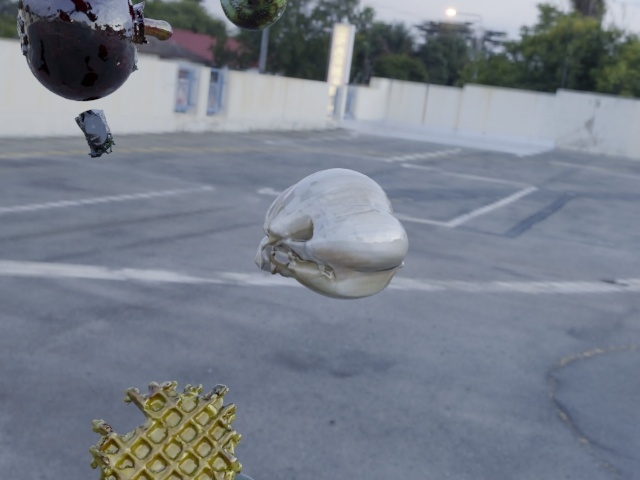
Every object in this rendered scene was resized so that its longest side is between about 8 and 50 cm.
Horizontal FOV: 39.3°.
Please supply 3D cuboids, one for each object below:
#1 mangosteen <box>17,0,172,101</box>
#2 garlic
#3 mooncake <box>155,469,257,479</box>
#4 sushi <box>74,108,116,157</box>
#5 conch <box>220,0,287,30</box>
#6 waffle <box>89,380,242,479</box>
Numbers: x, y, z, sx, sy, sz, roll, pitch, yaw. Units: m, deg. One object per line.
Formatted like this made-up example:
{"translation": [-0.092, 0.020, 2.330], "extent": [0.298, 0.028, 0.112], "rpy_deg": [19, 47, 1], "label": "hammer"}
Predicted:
{"translation": [-0.377, -0.359, 1.526], "extent": [0.261, 0.235, 0.235], "rpy_deg": [-9, 15, -23], "label": "mangosteen"}
{"translation": [0.002, -0.015, 1.299], "extent": [0.203, 0.184, 0.281], "rpy_deg": [-5, 14, -25], "label": "garlic"}
{"translation": [-0.208, 0.568, 1.545], "extent": [0.356, 0.356, 0.194], "rpy_deg": [6, -32, -6], "label": "mooncake"}
{"translation": [-0.412, -0.198, 1.655], "extent": [0.056, 0.084, 0.083], "rpy_deg": [-21, 6, -16], "label": "sushi"}
{"translation": [-0.150, -0.546, 1.928], "extent": [0.124, 0.187, 0.181], "rpy_deg": [-36, 25, -25], "label": "conch"}
{"translation": [-0.230, 0.324, 1.350], "extent": [0.229, 0.231, 0.051], "rpy_deg": [-1, -21, -16], "label": "waffle"}
